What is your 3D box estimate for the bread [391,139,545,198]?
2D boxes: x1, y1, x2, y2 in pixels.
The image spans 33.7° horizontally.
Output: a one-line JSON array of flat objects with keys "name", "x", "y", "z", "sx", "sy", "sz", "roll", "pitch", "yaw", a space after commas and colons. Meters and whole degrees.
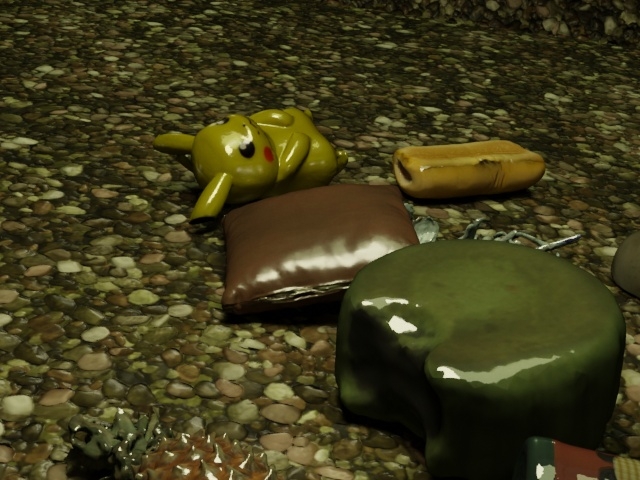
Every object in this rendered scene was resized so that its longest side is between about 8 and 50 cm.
[{"name": "bread", "x": 0.281, "y": -0.133, "z": 2.024, "sx": 0.305, "sy": 0.091, "sz": 0.142, "roll": -6, "pitch": 21, "yaw": -26}]

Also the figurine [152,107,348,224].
[{"name": "figurine", "x": -0.123, "y": -0.146, "z": 1.852, "sx": 0.327, "sy": 0.169, "sz": 0.218, "roll": -4, "pitch": 43, "yaw": -44}]

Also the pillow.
[{"name": "pillow", "x": 0.000, "y": 0.000, "z": 1.605, "sx": 0.308, "sy": 0.108, "sz": 0.305, "roll": -10, "pitch": 27, "yaw": 0}]

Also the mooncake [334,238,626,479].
[{"name": "mooncake", "x": 0.195, "y": 0.142, "z": 1.304, "sx": 0.351, "sy": 0.187, "sz": 0.351, "roll": -2, "pitch": 26, "yaw": 1}]

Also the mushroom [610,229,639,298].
[{"name": "mushroom", "x": 0.566, "y": 0.042, "z": 1.721, "sx": 0.141, "sy": 0.117, "sz": 0.188, "roll": -24, "pitch": 42, "yaw": -30}]

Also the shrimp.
[{"name": "shrimp", "x": 0.246, "y": 0.037, "z": 1.583, "sx": 0.221, "sy": 0.166, "sz": 0.411, "roll": 40, "pitch": -20, "yaw": -34}]

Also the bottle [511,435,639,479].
[{"name": "bottle", "x": 0.363, "y": 0.302, "z": 1.074, "sx": 0.336, "sy": 0.144, "sz": 0.144, "roll": 11, "pitch": 25, "yaw": 4}]

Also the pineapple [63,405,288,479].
[{"name": "pineapple", "x": -0.147, "y": 0.250, "z": 1.047, "sx": 0.175, "sy": 0.175, "sz": 0.361, "roll": -14, "pitch": 23, "yaw": -37}]
